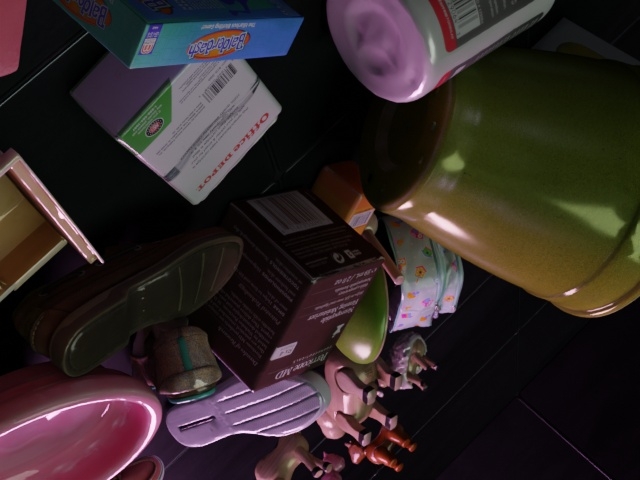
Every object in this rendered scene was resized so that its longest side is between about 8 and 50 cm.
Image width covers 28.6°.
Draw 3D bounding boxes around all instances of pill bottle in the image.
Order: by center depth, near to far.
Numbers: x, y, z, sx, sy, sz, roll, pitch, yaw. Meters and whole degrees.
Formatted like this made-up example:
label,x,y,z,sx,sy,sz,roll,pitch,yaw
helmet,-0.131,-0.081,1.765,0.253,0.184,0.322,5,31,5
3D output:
label,x,y,z,sx,sy,sz,roll,pitch,yaw
pill bottle,0.175,-0.311,1.518,0.318,0.176,0.176,-34,153,-29

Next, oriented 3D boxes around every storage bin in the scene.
label,x,y,z,sx,sy,sz,roll,pitch,yaw
storage bin,-0.367,0.033,1.171,0.262,0.123,0.260,-44,156,-11

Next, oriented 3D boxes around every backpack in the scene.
label,x,y,z,sx,sy,sz,roll,pitch,yaw
backpack,0.148,0.041,1.989,0.144,0.166,0.188,-11,153,-2

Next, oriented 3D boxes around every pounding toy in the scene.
label,x,y,z,sx,sy,sz,roll,pitch,yaw
pounding toy,0.029,0.082,1.931,0.110,0.183,0.237,-1,133,-19

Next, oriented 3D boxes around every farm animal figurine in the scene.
label,x,y,z,sx,sy,sz,roll,pitch,yaw
farm animal figurine,0.030,0.317,2.279,0.330,0.172,0.327,-7,122,-47

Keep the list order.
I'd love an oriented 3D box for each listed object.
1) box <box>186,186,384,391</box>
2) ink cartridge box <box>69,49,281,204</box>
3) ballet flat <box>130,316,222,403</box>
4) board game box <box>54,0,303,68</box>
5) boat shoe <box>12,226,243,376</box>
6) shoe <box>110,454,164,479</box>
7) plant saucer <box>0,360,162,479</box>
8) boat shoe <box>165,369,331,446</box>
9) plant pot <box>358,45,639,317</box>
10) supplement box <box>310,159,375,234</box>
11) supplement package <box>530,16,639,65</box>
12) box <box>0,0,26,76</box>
label,x,y,z,sx,sy,sz,roll,pitch,yaw
box,-0.055,0.062,1.705,0.168,0.167,0.203,-16,141,-51
ink cartridge box,-0.146,-0.145,1.325,0.153,0.087,0.208,-48,156,-3
ballet flat,-0.191,0.141,1.628,0.107,0.106,0.316,-17,-178,-19
board game box,-0.139,-0.222,1.127,0.210,0.160,0.047,-15,140,-52
boat shoe,-0.221,0.043,1.477,0.307,0.104,0.111,-28,140,-46
shoe,-0.312,0.377,1.874,0.178,0.063,0.081,-35,158,-15
plant saucer,-0.354,0.244,1.497,0.332,0.084,0.332,-27,156,-13
boat shoe,-0.102,0.229,1.855,0.302,0.109,0.094,-16,-161,36
plant pot,0.256,-0.113,1.699,0.352,0.366,0.367,16,120,-25
supplement box,0.000,0.000,1.822,0.080,0.078,0.233,-16,141,-56
supplement package,0.435,-0.181,2.037,0.199,0.262,0.198,-43,150,-15
box,-0.339,-0.173,0.866,0.232,0.148,0.127,-27,150,-39
